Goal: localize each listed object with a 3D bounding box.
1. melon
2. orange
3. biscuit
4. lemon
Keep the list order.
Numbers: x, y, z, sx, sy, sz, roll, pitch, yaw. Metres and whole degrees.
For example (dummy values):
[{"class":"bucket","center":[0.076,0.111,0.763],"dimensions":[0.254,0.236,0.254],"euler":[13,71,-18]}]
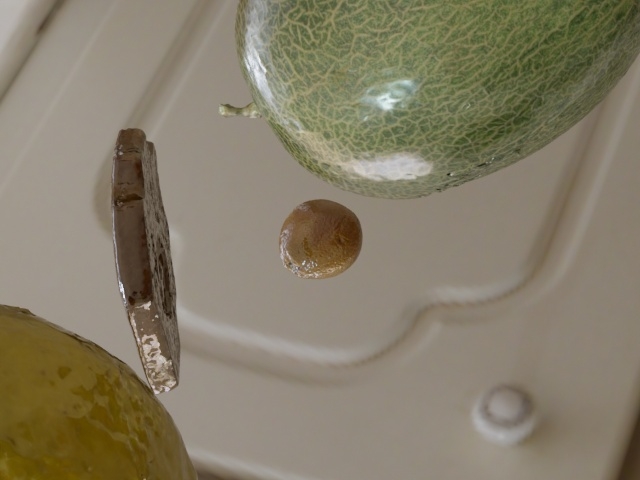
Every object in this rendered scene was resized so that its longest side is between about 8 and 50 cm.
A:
[{"class":"melon","center":[0.044,-0.090,0.670],"dimensions":[0.192,0.139,0.139],"euler":[-28,127,14]},{"class":"orange","center":[0.000,0.000,1.642],"dimensions":[0.085,0.085,0.085],"euler":[18,148,12]},{"class":"biscuit","center":[-0.143,0.003,1.374],"dimensions":[0.034,0.215,0.182],"euler":[-8,140,0]},{"class":"lemon","center":[-0.208,0.171,1.095],"dimensions":[0.253,0.253,0.310],"euler":[-8,146,42]}]
